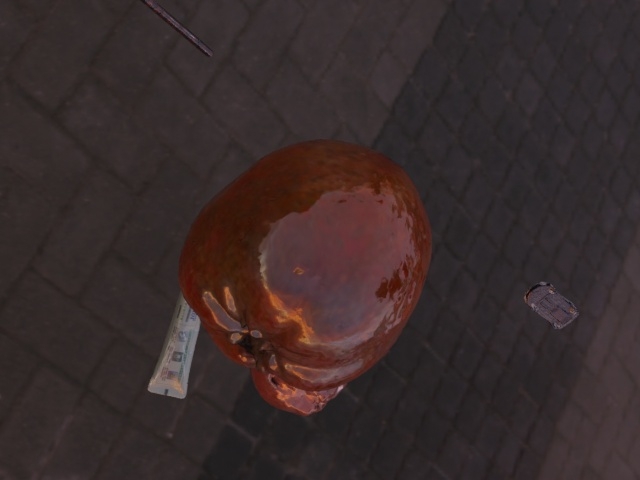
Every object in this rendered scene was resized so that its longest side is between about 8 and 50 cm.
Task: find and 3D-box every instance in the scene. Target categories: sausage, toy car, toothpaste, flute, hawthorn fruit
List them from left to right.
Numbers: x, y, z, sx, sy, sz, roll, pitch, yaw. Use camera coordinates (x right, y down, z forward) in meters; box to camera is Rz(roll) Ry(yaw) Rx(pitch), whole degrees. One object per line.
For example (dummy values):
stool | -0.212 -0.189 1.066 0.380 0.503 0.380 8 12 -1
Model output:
flute | -0.208 -0.290 1.223 0.269 0.014 0.014 34 69 -55
toothpaste | -0.221 0.148 1.606 0.064 0.041 0.218 14 100 -12
sausage | -0.032 0.118 1.401 0.152 0.152 0.279 53 19 -34
hawthorn fruit | 0.000 0.000 0.914 0.210 0.211 0.262 59 46 -31
toy car | 0.301 0.083 1.313 0.041 0.025 0.093 -42 123 15
